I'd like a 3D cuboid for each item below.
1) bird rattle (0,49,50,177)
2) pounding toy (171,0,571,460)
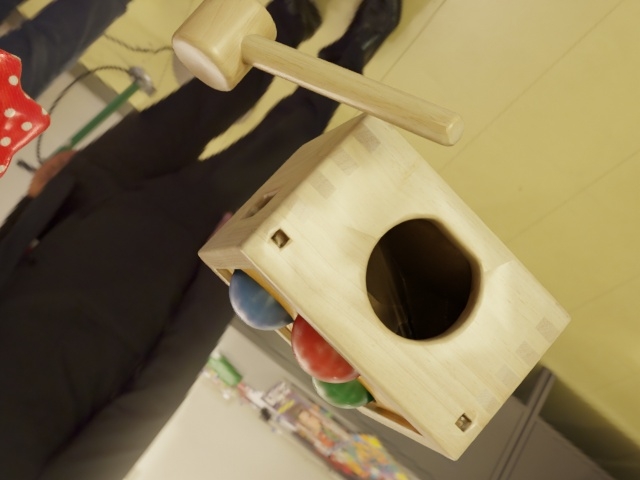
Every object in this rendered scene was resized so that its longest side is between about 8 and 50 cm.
[{"bbox_3d":[-0.342,-0.134,0.640,0.206,0.143,0.253,-18,130,29],"label":"bird rattle"},{"bbox_3d":[-0.002,-0.004,0.375,0.206,0.094,0.181,45,168,-10],"label":"pounding toy"}]
